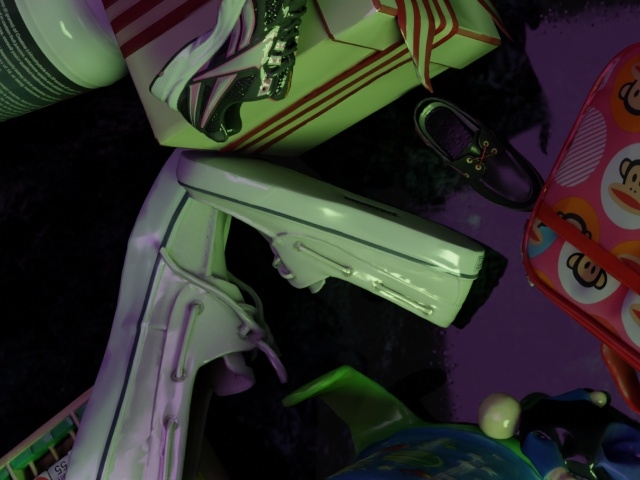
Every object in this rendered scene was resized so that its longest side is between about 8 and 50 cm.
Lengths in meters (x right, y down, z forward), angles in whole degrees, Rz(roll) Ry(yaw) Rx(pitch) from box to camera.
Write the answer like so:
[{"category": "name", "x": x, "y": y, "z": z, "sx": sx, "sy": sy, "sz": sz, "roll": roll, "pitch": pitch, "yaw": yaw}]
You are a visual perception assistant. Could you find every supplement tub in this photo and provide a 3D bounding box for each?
[{"category": "supplement tub", "x": -0.280, "y": -0.213, "z": 1.399, "sx": 0.272, "sy": 0.191, "sz": 0.191, "roll": -16, "pitch": 79, "yaw": 21}]

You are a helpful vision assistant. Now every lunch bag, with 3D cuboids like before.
[{"category": "lunch bag", "x": 0.291, "y": 0.014, "z": 1.140, "sx": 0.293, "sy": 0.120, "sz": 0.258, "roll": 41, "pitch": 112, "yaw": 43}]

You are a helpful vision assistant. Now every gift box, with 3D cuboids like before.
[{"category": "gift box", "x": -0.002, "y": -0.207, "z": 1.260, "sx": 0.258, "sy": 0.255, "sz": 0.276, "roll": -30, "pitch": 80, "yaw": 27}]

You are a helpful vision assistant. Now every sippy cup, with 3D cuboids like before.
[{"category": "sippy cup", "x": 0.069, "y": 0.259, "z": 1.190, "sx": 0.305, "sy": 0.224, "sz": 0.240, "roll": 28, "pitch": 95, "yaw": 23}]

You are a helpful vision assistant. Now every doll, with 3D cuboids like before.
[{"category": "doll", "x": 0.212, "y": 0.164, "z": 1.204, "sx": 0.189, "sy": 0.129, "sz": 0.046, "roll": 21, "pitch": 125, "yaw": 16}]

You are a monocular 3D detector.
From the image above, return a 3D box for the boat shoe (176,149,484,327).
[{"category": "boat shoe", "x": 0.000, "y": 0.000, "z": 1.286, "sx": 0.268, "sy": 0.096, "sz": 0.088, "roll": 18, "pitch": 102, "yaw": -7}]

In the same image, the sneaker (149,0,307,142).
[{"category": "sneaker", "x": -0.041, "y": -0.142, "z": 1.112, "sx": 0.077, "sy": 0.072, "sz": 0.178, "roll": 48, "pitch": 123, "yaw": 5}]

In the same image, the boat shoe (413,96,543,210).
[{"category": "boat shoe", "x": 0.131, "y": -0.072, "z": 1.296, "sx": 0.133, "sy": 0.042, "sz": 0.049, "roll": 43, "pitch": 99, "yaw": 19}]

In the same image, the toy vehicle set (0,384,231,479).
[{"category": "toy vehicle set", "x": -0.216, "y": 0.245, "z": 1.412, "sx": 0.267, "sy": 0.035, "sz": 0.166, "roll": -38, "pitch": 72, "yaw": 15}]

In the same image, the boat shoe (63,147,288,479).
[{"category": "boat shoe", "x": -0.097, "y": 0.093, "z": 1.308, "sx": 0.157, "sy": 0.136, "sz": 0.367, "roll": 11, "pitch": 70, "yaw": 12}]
